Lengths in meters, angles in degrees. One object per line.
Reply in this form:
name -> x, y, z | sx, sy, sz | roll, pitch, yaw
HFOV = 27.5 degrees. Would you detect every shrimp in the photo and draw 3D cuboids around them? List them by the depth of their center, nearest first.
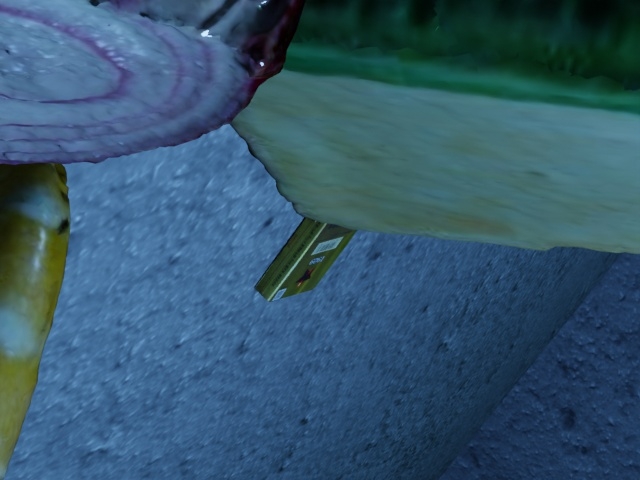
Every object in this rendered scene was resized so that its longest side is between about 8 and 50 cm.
shrimp -> -0.246, 0.148, 0.671 | 0.272, 0.085, 0.445 | -13, -127, 60

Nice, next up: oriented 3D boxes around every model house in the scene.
model house -> 0.159, -0.184, 0.694 | 0.334, 0.382, 0.343 | 56, 44, -72

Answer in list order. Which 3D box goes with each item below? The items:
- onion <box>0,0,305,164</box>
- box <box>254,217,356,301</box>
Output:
onion -> -0.118, -0.139, 0.434 | 0.206, 0.216, 0.207 | -17, -124, 59
box -> 0.000, 0.000, 1.265 | 0.133, 0.023, 0.090 | -54, 159, 25
